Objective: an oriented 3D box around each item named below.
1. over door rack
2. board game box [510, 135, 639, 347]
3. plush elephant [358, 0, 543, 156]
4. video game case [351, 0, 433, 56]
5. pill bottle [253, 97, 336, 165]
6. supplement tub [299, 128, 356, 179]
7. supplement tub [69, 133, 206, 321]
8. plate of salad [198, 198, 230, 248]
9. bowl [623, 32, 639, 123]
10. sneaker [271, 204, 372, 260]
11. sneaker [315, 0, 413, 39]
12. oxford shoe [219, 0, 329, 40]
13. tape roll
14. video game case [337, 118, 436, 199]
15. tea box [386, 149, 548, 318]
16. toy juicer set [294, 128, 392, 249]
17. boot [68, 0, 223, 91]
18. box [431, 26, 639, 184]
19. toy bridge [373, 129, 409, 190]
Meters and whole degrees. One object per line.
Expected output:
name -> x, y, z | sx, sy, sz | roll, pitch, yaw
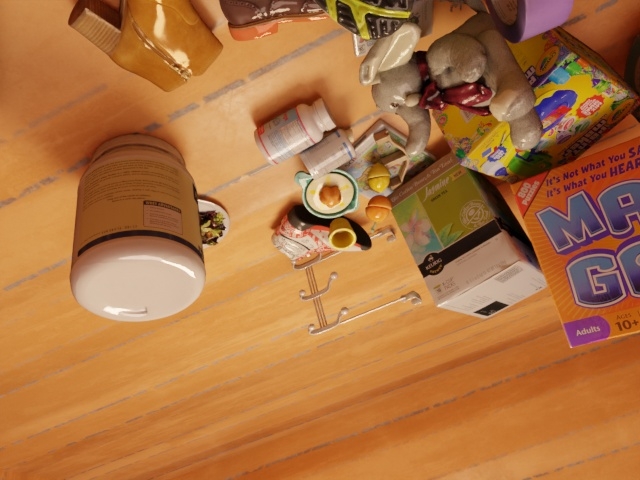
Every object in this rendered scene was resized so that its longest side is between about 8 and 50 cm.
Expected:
over door rack -> 0.089, 0.102, 1.420 | 0.324, 0.239, 0.108 | -19, 149, 4
board game box -> 0.675, 0.009, 1.099 | 0.356, 0.356, 0.356 | -22, 163, 26
plush elephant -> 0.205, -0.276, 0.897 | 0.255, 0.330, 0.272 | -27, 172, 24
video game case -> 0.130, -0.423, 0.928 | 0.157, 0.019, 0.143 | -17, 144, 0
pill bottle -> -0.052, -0.230, 1.056 | 0.160, 0.087, 0.087 | -27, 142, 13
supplement tub -> 0.016, -0.185, 1.084 | 0.107, 0.071, 0.071 | -30, 142, 5
supplement tub -> -0.358, -0.030, 1.003 | 0.235, 0.324, 0.235 | -10, 143, -8
plate of salad -> -0.324, -0.028, 1.253 | 0.200, 0.048, 0.200 | -10, 143, -8
bowl -> 0.756, -0.353, 1.058 | 0.163, 0.311, 0.311 | -1, 145, 11
sneaker -> -0.001, -0.001, 1.376 | 0.270, 0.090, 0.145 | 17, 133, -32
sneaker -> -0.036, -0.432, 0.711 | 0.385, 0.147, 0.145 | 41, 112, -15
oxford shoe -> -0.034, -0.415, 0.819 | 0.271, 0.097, 0.098 | -19, 137, 4
tape roll -> 0.338, -0.438, 0.844 | 0.080, 0.189, 0.189 | -22, 143, 7
video game case -> 0.150, -0.184, 1.245 | 0.212, 0.023, 0.193 | 21, 130, -40
tea box -> 0.380, -0.001, 1.285 | 0.220, 0.323, 0.329 | -36, 150, 24
toy juicer set -> 0.055, -0.129, 1.170 | 0.209, 0.089, 0.329 | -25, 125, 13
boot -> -0.230, -0.375, 0.805 | 0.295, 0.104, 0.211 | -31, 147, 28
box -> 0.460, -0.289, 1.097 | 0.279, 0.177, 0.290 | 11, 136, -33
toy bridge -> 0.176, -0.195, 1.199 | 0.063, 0.026, 0.188 | -22, 142, 5
